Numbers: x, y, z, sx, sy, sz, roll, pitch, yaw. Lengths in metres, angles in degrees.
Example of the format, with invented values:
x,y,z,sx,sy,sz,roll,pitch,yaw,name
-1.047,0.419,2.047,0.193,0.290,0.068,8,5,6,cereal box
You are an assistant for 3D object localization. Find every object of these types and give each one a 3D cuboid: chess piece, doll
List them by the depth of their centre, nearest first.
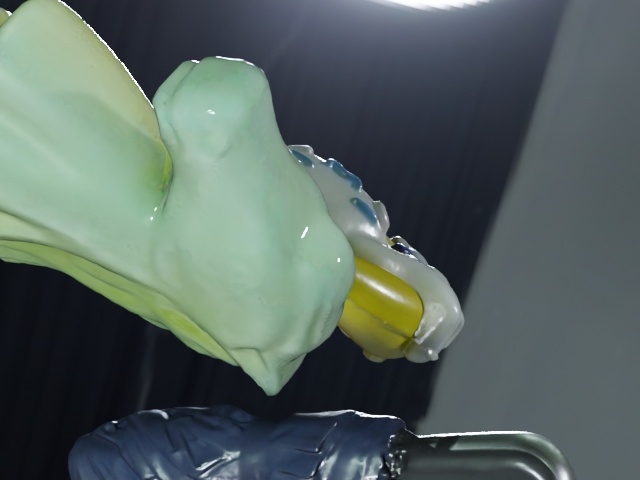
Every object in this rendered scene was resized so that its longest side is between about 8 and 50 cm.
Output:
x,y,z,sx,sy,sz,roll,pitch,yaw,name
-0.120,-0.039,0.945,0.298,0.176,0.176,22,13,12,chess piece
0.000,0.000,1.411,0.252,0.111,0.237,43,11,15,doll

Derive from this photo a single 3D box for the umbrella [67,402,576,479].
x,y,z,sx,sy,sz,roll,pitch,yaw,name
-0.001,0.104,0.887,0.248,0.071,0.071,-8,2,24,umbrella
